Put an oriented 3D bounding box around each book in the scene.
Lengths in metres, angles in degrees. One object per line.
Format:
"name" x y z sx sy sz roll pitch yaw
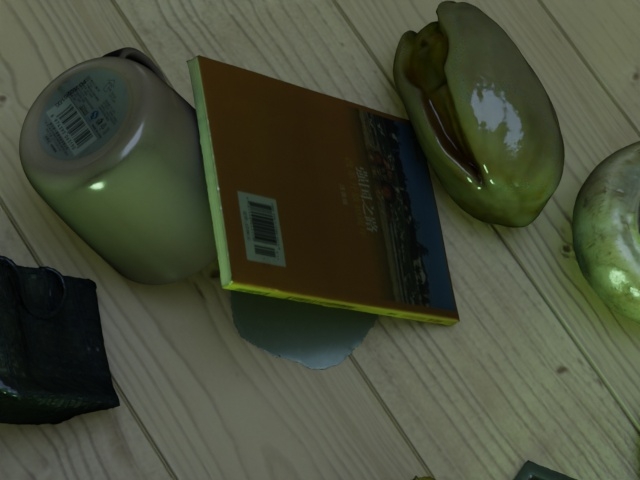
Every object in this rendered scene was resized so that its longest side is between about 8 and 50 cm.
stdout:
"book" 0.012 -0.048 1.605 0.374 0.028 0.262 12 60 -46

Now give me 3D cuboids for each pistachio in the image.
"pistachio" 0.199 -0.152 1.726 0.197 0.166 0.288 3 64 -52

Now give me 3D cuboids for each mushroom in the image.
"mushroom" 0.423 -0.015 1.712 0.255 0.184 0.255 -1 63 1

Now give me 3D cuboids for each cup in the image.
"cup" -0.206 -0.107 1.561 0.191 0.200 0.253 -15 56 19

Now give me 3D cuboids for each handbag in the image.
"handbag" -0.305 0.101 1.488 0.088 0.270 0.175 -19 73 22

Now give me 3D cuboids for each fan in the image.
"fan" 0.000 0.000 1.700 0.182 0.010 0.310 19 69 -5

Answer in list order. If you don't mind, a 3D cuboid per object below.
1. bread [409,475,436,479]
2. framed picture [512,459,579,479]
"bread" 0.035 0.337 1.529 0.245 0.102 0.094 -19 67 -20
"framed picture" 0.288 0.361 1.530 0.273 0.016 0.216 19 52 33
